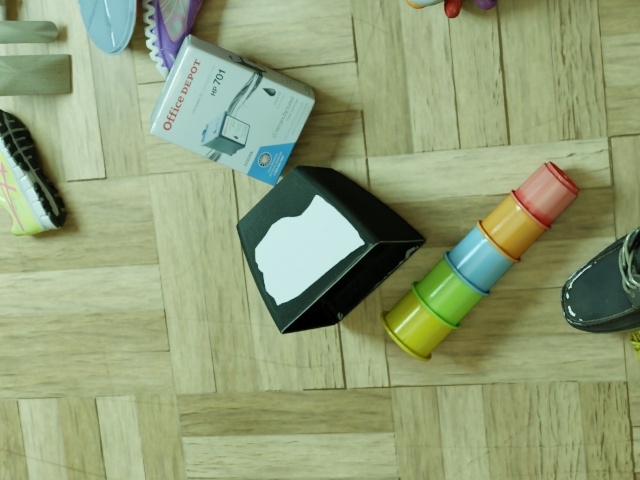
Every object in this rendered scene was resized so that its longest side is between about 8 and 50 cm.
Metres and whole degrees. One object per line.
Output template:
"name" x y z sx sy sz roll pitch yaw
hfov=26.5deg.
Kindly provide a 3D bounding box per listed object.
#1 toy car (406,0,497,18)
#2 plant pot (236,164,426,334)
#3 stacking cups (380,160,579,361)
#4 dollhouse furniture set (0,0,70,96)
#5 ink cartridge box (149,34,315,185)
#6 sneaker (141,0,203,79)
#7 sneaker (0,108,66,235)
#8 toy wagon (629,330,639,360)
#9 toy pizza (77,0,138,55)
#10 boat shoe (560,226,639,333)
"toy car" 0.185 -0.355 1.760 0.182 0.159 0.136 -15 130 18
"plant pot" 0.000 0.000 1.854 0.187 0.188 0.167 -43 73 19
"stacking cups" 0.219 0.027 1.829 0.096 0.096 0.316 45 109 4
"dollhouse furniture set" -0.463 -0.291 2.006 0.151 0.123 0.144 12 106 50
"ink cartridge box" -0.122 -0.179 1.868 0.191 0.082 0.139 22 107 -14
"sneaker" -0.195 -0.340 1.891 0.104 0.095 0.236 -5 100 2
"sneaker" -0.466 -0.097 2.014 0.094 0.081 0.208 -24 93 21
"toy wagon" 0.572 0.104 1.756 0.344 0.068 0.267 -16 95 18
"toy pizza" -0.292 -0.360 1.892 0.201 0.032 0.201 25 120 54
"boat shoe" 0.434 0.015 1.703 0.355 0.130 0.132 -32 59 37
